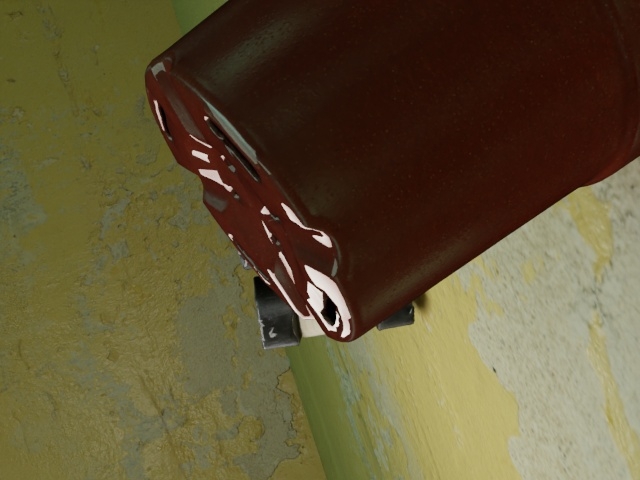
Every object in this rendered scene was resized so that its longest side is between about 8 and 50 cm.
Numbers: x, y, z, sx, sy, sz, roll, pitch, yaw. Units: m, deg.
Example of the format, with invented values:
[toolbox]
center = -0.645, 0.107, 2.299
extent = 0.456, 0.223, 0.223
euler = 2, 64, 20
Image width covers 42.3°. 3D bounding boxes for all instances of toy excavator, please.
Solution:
[toy excavator]
center = 0.000, 0.000, 1.319
extent = 0.445, 0.222, 0.433
euler = -101, 1, -57

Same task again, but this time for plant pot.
[plant pot]
center = 0.055, -0.093, 0.520
extent = 0.272, 0.265, 0.272
euler = 47, 164, 18
